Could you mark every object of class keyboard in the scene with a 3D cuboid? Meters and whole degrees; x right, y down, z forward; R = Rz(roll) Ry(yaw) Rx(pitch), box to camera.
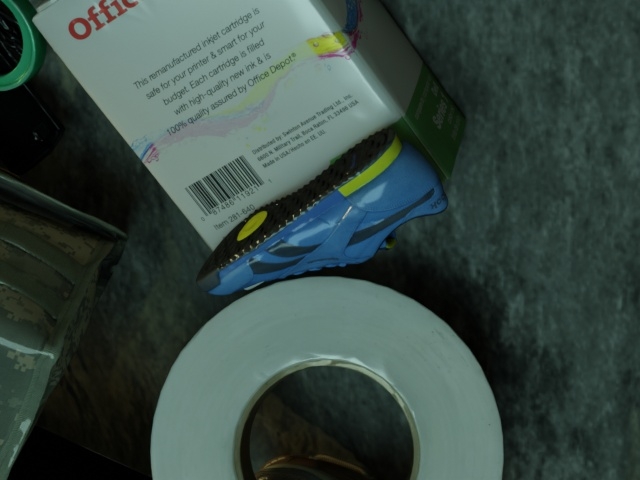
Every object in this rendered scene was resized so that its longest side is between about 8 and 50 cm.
[{"bbox_3d":[-0.273,-0.153,1.475,0.100,0.038,0.192,-34,97,34],"label":"keyboard"}]

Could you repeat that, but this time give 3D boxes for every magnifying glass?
[{"bbox_3d":[-0.321,-0.197,1.440,0.231,0.026,0.092,31,123,11],"label":"magnifying glass"}]

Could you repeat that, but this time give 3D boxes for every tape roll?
[{"bbox_3d":[0.007,0.172,1.463,0.286,0.100,0.286,0,86,2],"label":"tape roll"}]

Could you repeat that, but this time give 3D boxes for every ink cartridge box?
[{"bbox_3d":[-0.051,-0.131,1.379,0.201,0.117,0.278,-29,109,26],"label":"ink cartridge box"}]

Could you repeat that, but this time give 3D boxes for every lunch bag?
[{"bbox_3d":[-0.293,0.022,1.429,0.235,0.287,0.169,24,120,-4],"label":"lunch bag"}]

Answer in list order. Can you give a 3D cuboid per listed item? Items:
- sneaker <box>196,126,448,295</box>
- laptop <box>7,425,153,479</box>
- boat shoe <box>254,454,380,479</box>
[{"bbox_3d":[0.000,0.000,1.333,0.209,0.069,0.082,-32,113,26],"label":"sneaker"},{"bbox_3d":[-0.364,0.239,1.455,0.382,0.408,0.236,24,146,1],"label":"laptop"},{"bbox_3d":[0.082,0.282,1.575,0.324,0.116,0.123,35,108,1],"label":"boat shoe"}]
